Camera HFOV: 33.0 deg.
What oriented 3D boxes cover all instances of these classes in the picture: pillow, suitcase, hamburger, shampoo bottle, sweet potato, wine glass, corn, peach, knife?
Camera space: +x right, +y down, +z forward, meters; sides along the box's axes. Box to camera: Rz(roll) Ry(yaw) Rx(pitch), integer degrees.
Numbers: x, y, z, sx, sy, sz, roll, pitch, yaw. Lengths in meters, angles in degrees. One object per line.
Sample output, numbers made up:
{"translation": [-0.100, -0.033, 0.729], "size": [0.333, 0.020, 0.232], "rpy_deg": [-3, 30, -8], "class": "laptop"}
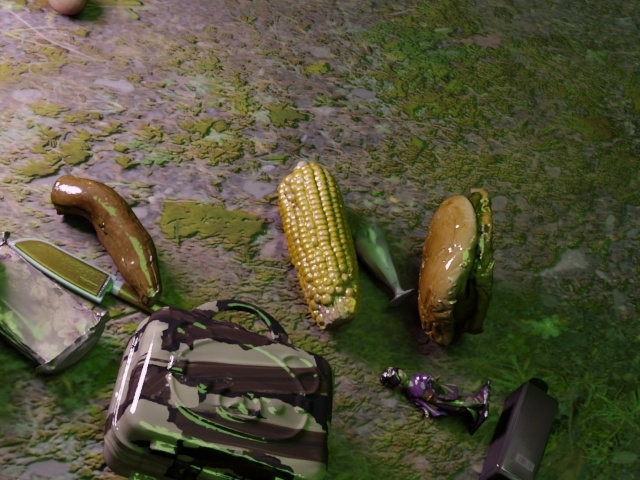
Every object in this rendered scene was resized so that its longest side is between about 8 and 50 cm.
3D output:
{"translation": [-0.476, 0.106, 1.748], "size": [0.255, 0.059, 0.169], "rpy_deg": [39, 51, 5], "class": "pillow"}
{"translation": [-0.151, 0.254, 1.723], "size": [0.351, 0.194, 0.339], "rpy_deg": [20, 45, -15], "class": "suitcase"}
{"translation": [0.250, 0.049, 2.020], "size": [0.134, 0.265, 0.285], "rpy_deg": [1, 48, 4], "class": "hamburger"}
{"translation": [0.369, 0.355, 1.981], "size": [0.080, 0.079, 0.246], "rpy_deg": [33, 49, -4], "class": "shampoo bottle"}
{"translation": [-0.358, -0.004, 1.871], "size": [0.112, 0.085, 0.286], "rpy_deg": [-32, 77, -23], "class": "sweet potato"}
{"translation": [0.121, 0.048, 2.077], "size": [0.073, 0.073, 0.155], "rpy_deg": [-15, 65, -34], "class": "wine glass"}
{"translation": [0.000, 0.000, 2.015], "size": [0.130, 0.130, 0.347], "rpy_deg": [0, 59, -27], "class": "corn"}
{"translation": [-0.499, -0.485, 2.137], "size": [0.083, 0.083, 0.083], "rpy_deg": [13, 53, -18], "class": "peach"}
{"translation": [-0.373, 0.077, 1.840], "size": [0.343, 0.027, 0.061], "rpy_deg": [28, 54, -6], "class": "knife"}

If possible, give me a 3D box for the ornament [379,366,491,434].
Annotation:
{"translation": [0.209, 0.274, 1.957], "size": [0.203, 0.081, 0.088], "rpy_deg": [23, 50, -10], "class": "ornament"}
